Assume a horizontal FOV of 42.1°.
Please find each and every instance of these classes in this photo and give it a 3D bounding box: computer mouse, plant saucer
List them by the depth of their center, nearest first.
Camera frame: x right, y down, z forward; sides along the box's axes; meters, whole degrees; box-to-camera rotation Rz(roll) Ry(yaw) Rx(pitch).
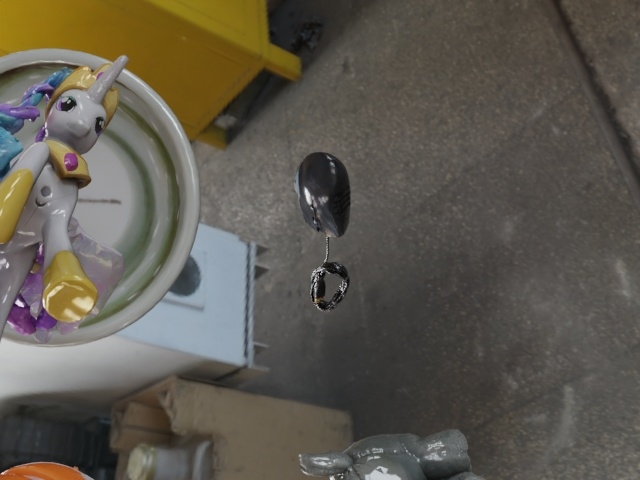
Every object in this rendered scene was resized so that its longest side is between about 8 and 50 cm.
[{"bbox_3d":[0.000,0.000,0.994,0.071,0.041,0.242,18,133,24],"label":"computer mouse"},{"bbox_3d":[-0.359,-0.057,1.151,0.100,0.400,0.401,-43,-26,-88],"label":"plant saucer"}]

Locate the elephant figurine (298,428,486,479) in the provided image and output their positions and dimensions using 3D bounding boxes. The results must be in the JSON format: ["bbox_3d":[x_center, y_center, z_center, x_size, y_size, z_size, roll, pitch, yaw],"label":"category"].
[{"bbox_3d":[0.074,0.296,0.880,0.186,0.169,0.239,60,159,18],"label":"elephant figurine"}]

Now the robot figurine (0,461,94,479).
[{"bbox_3d":[-0.201,0.208,0.491,0.158,0.219,0.128,13,102,25],"label":"robot figurine"}]

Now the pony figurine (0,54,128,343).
[{"bbox_3d":[-0.315,0.000,0.848,0.351,0.302,0.364,-44,29,27],"label":"pony figurine"}]
